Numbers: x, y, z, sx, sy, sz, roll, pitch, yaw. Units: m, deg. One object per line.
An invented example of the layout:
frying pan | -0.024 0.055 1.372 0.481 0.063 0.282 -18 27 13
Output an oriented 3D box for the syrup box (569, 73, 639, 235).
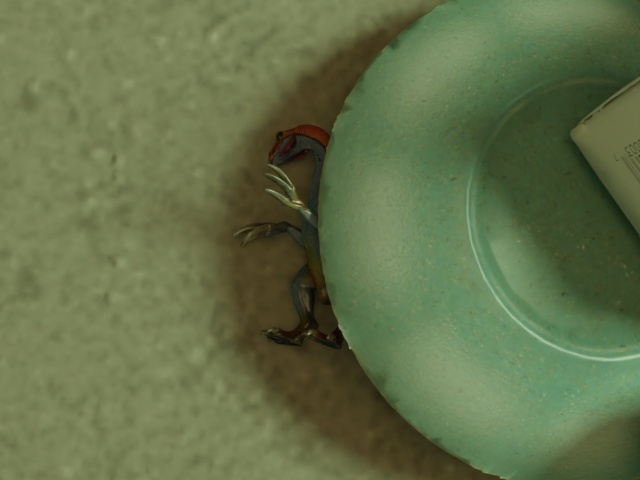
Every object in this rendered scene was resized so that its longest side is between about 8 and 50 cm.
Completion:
syrup box | 0.216 -0.075 0.600 0.237 0.093 0.096 -36 90 -20

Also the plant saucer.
plant saucer | 0.097 -0.007 0.624 0.195 0.037 0.195 2 81 -15

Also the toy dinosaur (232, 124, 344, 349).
toy dinosaur | 0.000 0.000 0.648 0.090 0.047 0.082 25 71 -33
